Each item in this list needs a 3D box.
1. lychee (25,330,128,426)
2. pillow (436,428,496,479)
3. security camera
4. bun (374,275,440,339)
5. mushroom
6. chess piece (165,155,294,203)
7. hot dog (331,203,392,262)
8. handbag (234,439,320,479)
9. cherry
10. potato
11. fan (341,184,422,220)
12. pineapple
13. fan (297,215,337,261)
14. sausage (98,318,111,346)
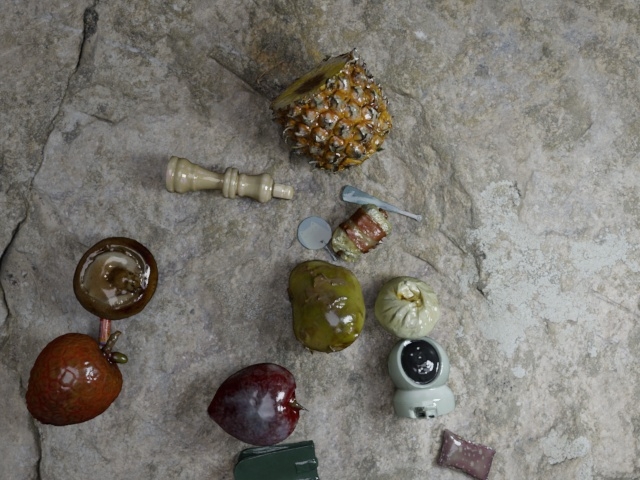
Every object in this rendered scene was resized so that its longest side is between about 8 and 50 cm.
[{"bbox_3d":[-0.693,0.385,1.334,0.255,0.255,0.300,43,56,1],"label":"lychee"},{"bbox_3d":[0.463,0.685,1.468,0.185,0.043,0.118,21,81,-1],"label":"pillow"},{"bbox_3d":[0.304,0.408,1.421,0.195,0.194,0.236,-5,80,-4],"label":"security camera"},{"bbox_3d":[0.267,0.193,1.426,0.222,0.127,0.222,-5,42,4],"label":"bun"},{"bbox_3d":[-0.617,0.116,1.404,0.253,0.153,0.253,2,75,-7],"label":"mushroom"},{"bbox_3d":[-0.282,-0.185,1.483,0.397,0.117,0.117,7,84,-5],"label":"chess piece"},{"bbox_3d":[0.128,-0.026,1.499,0.213,0.103,0.146,-34,108,3],"label":"hot dog"},{"bbox_3d":[-0.119,0.753,1.408,0.260,0.079,0.247,-8,85,-5],"label":"handbag"},{"bbox_3d":[-0.185,0.481,1.370,0.300,0.203,0.230,-6,91,4],"label":"cherry"},{"bbox_3d":[0.023,0.195,1.420,0.246,0.196,0.299,-15,83,-6],"label":"potato"},{"bbox_3d":[0.206,-0.113,1.549,0.282,0.023,0.057,21,82,0],"label":"fan"},{"bbox_3d":[0.044,-0.372,1.403,0.352,0.352,0.300,-43,112,-7],"label":"pineapple"},{"bbox_3d":[0.000,0.000,1.530,0.113,0.005,0.175,-38,86,-7],"label":"fan"},{"bbox_3d":[-0.672,0.270,1.445,0.034,0.034,0.129,2,84,-3],"label":"sausage"}]
